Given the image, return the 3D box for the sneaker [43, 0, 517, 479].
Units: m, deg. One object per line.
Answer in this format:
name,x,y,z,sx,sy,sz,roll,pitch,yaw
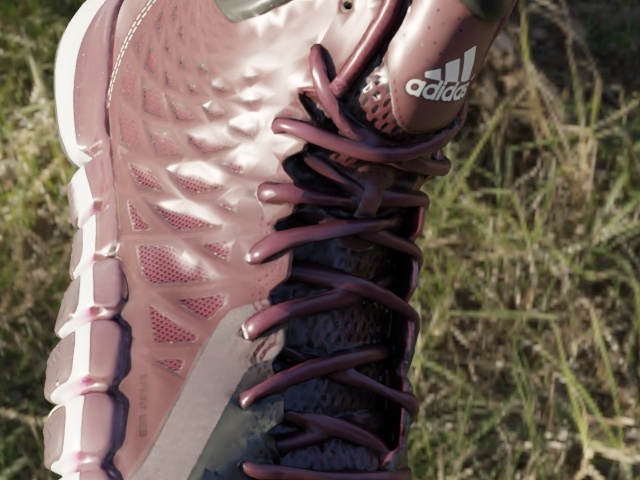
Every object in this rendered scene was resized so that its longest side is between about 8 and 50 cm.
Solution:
sneaker,0.000,0.000,0.370,0.106,0.162,0.281,12,53,-42
